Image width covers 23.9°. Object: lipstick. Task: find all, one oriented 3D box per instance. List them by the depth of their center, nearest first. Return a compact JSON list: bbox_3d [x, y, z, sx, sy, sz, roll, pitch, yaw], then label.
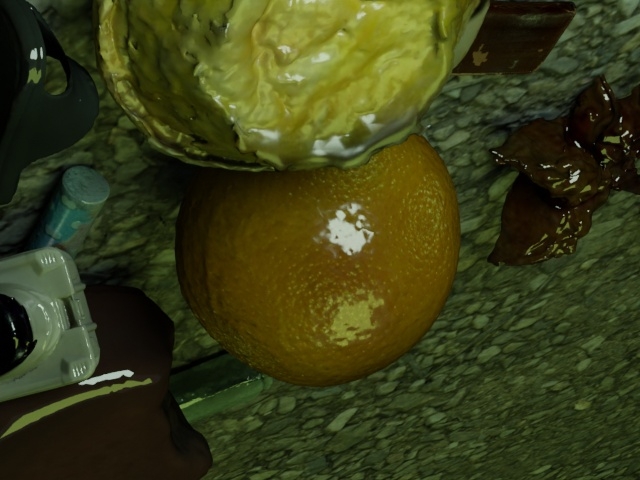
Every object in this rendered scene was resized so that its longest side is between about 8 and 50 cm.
[{"bbox_3d":[-0.249,-0.006,1.442,0.048,0.048,0.158,-3,146,-35],"label":"lipstick"}]

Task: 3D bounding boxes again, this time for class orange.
[{"bbox_3d":[0.000,0.000,1.425,0.274,0.274,0.274,-19,152,-10],"label":"orange"}]

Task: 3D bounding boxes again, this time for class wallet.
[{"bbox_3d":[0.157,-0.197,1.457,0.176,0.026,0.095,-6,142,-33],"label":"wallet"}]

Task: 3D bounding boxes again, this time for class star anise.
[{"bbox_3d":[0.314,-0.092,1.640,0.346,0.148,0.237,-28,157,29],"label":"star anise"}]

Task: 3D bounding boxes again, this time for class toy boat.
[{"bbox_3d":[-0.347,0.100,1.415,0.269,0.141,0.141,-16,153,3],"label":"toy boat"}]

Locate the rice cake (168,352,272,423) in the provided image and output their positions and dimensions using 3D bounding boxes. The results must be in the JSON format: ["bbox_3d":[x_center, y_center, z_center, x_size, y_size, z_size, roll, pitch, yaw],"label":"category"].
[{"bbox_3d":[-0.211,0.205,1.831,0.336,0.063,0.066,-17,155,-14],"label":"rice cake"}]

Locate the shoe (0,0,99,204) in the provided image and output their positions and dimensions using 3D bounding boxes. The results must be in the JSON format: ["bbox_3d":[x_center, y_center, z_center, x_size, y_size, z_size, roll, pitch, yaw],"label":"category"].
[{"bbox_3d":[-0.229,-0.116,1.207,0.093,0.108,0.241,-12,157,-25],"label":"shoe"}]

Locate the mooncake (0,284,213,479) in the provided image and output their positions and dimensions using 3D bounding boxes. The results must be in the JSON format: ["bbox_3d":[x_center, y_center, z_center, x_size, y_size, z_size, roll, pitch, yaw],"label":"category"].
[{"bbox_3d":[-0.268,0.185,1.615,0.334,0.174,0.326,-43,139,15],"label":"mooncake"}]

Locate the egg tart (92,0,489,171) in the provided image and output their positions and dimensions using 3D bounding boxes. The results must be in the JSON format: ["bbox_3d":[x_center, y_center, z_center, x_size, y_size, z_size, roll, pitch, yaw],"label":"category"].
[{"bbox_3d":[-0.004,-0.174,1.183,0.345,0.132,0.345,-12,130,-15],"label":"egg tart"}]
